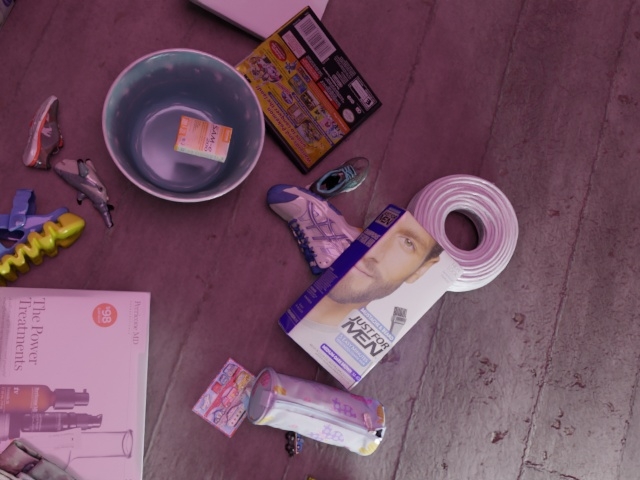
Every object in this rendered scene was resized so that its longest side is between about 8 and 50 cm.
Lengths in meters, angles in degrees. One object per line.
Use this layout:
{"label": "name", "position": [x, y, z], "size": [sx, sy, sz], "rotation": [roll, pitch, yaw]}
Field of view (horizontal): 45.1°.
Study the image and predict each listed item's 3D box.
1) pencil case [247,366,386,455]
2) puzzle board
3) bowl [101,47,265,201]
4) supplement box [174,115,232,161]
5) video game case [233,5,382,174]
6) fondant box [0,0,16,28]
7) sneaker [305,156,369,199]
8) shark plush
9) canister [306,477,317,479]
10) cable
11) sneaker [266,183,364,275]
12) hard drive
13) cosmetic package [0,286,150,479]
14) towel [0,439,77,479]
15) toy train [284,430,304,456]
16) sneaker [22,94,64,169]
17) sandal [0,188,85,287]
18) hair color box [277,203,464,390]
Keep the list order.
{"label": "pencil case", "position": [-0.007, 0.337, 1.510], "size": [0.273, 0.124, 0.113], "rotation": [22, 96, -20]}
{"label": "puzzle board", "position": [-0.182, 0.316, 1.553], "size": [0.096, 0.011, 0.128], "rotation": [37, 73, -4]}
{"label": "bowl", "position": [-0.278, -0.209, 1.557], "size": [0.312, 0.163, 0.311], "rotation": [3, 77, -13]}
{"label": "supplement box", "position": [-0.222, -0.192, 1.464], "size": [0.098, 0.036, 0.062], "rotation": [12, 77, -11]}
{"label": "video game case", "position": [-0.032, -0.327, 1.679], "size": [0.248, 0.035, 0.275], "rotation": [-44, 106, -18]}
{"label": "fondant box", "position": [-0.661, -0.513, 1.486], "size": [0.096, 0.238, 0.330], "rotation": [24, 74, -7]}
{"label": "sneaker", "position": [0.044, -0.132, 1.667], "size": [0.166, 0.076, 0.065], "rotation": [-35, 89, -18]}
{"label": "shark plush", "position": [-0.468, -0.099, 1.562], "size": [0.067, 0.073, 0.161], "rotation": [-32, 109, 1]}
{"label": "canister", "position": [0.035, 0.556, 1.525], "size": [0.170, 0.073, 0.126], "rotation": [24, 74, -7]}
{"label": "cable", "position": [0.310, -0.018, 1.702], "size": [0.257, 0.089, 0.257], "rotation": [0, 79, -14]}
{"label": "sneaker", "position": [0.000, 0.000, 1.611], "size": [0.296, 0.112, 0.131], "rotation": [34, 73, -4]}
{"label": "hard drive", "position": [-0.133, -0.551, 1.669], "size": [0.308, 0.040, 0.203], "rotation": [24, 82, -26]}
{"label": "cosmetic package", "position": [-0.471, 0.281, 1.446], "size": [0.285, 0.097, 0.377], "rotation": [3, 79, -16]}
{"label": "towel", "position": [-0.513, 0.551, 1.340], "size": [0.312, 0.056, 0.324], "rotation": [40, 86, -14]}
{"label": "toy train", "position": [-0.052, 0.359, 1.569], "size": [0.036, 0.027, 0.158], "rotation": [6, 77, -24]}
{"label": "sneaker", "position": [-0.549, -0.214, 1.557], "size": [0.065, 0.061, 0.157], "rotation": [23, 73, -36]}
{"label": "sandal", "position": [-0.614, 0.011, 1.460], "size": [0.317, 0.126, 0.138], "rotation": [-36, 84, -26]}
{"label": "hair color box", "position": [0.101, 0.112, 1.552], "size": [0.339, 0.110, 0.185], "rotation": [-47, 107, -3]}
